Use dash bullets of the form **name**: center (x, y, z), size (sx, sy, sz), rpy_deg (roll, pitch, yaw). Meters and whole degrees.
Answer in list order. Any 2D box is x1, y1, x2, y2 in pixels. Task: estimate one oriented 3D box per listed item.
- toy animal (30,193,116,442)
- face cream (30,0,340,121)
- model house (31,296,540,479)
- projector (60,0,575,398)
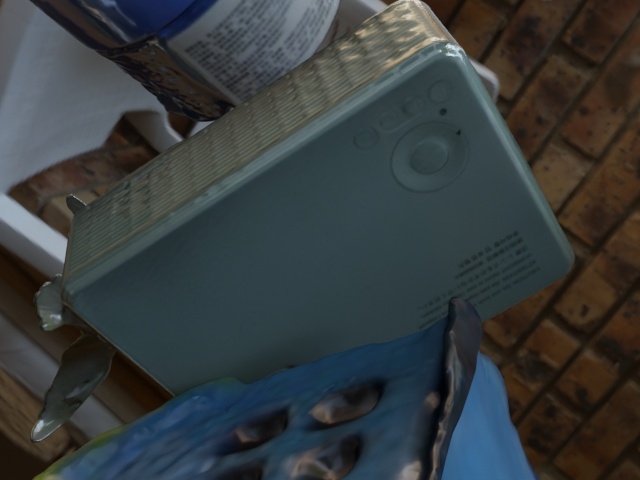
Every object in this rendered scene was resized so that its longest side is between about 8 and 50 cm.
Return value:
- **toy animal**: center (-0.177, 0.081, 0.729), size (0.095, 0.155, 0.219), rpy_deg (158, -53, -73)
- **face cream**: center (-0.131, -0.267, 0.811), size (0.249, 0.249, 0.225), rpy_deg (-52, 133, -1)
- **model house**: center (-0.017, 0.197, 0.416), size (0.303, 0.237, 0.215), rpy_deg (-18, -163, 26)
- **projector**: center (0.000, 0.000, 0.509), size (0.256, 0.192, 0.099), rpy_deg (-32, -146, 11)
